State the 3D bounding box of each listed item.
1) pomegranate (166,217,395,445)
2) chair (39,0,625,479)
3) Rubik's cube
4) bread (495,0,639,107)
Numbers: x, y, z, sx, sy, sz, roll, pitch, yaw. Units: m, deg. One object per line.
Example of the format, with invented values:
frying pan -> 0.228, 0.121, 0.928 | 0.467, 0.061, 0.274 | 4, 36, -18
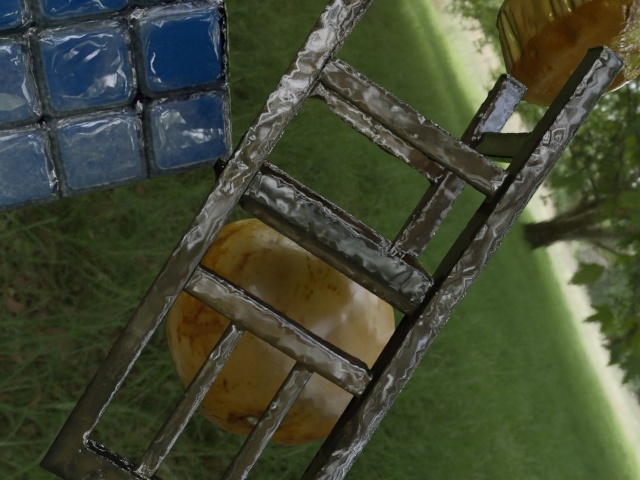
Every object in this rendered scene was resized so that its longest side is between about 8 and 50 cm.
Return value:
pomegranate -> -0.037, 0.088, 0.787 | 0.248, 0.248, 0.248 | 57, 19, -33
chair -> 0.000, 0.000, 0.597 | 0.203, 0.416, 0.240 | 33, 5, -9
Rubik's cube -> -0.294, -0.255, 0.696 | 0.344, 0.344, 0.337 | -125, -151, -43
bread -> 0.332, -0.267, 0.948 | 0.179, 0.250, 0.133 | 5, 65, -24
